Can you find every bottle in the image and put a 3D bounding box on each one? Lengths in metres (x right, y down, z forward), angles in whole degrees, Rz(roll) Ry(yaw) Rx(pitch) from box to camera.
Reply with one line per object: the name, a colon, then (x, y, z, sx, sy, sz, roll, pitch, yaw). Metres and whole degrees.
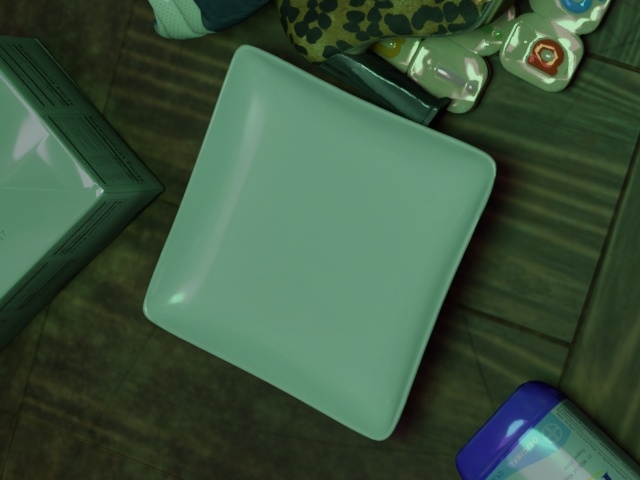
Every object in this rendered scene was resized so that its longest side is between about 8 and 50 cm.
bottle: (0.250, 0.251, 1.717, 0.283, 0.092, 0.118, 44, 104, 12)

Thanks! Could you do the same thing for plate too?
plate: (0.000, 0.000, 1.791, 0.278, 0.045, 0.277, 26, 103, 22)

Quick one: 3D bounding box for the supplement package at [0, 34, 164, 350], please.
supplement package: (-0.322, -0.034, 1.873, 0.262, 0.145, 0.204, -44, 80, 15)

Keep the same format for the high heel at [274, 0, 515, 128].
high heel: (0.079, -0.242, 1.725, 0.186, 0.093, 0.261, 36, 113, 10)

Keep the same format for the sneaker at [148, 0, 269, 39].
sneaker: (-0.122, -0.341, 1.799, 0.236, 0.130, 0.323, -30, 67, 33)

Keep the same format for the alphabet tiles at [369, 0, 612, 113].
alphabet tiles: (0.135, -0.265, 1.768, 0.278, 0.021, 0.284, 30, 102, 18)
